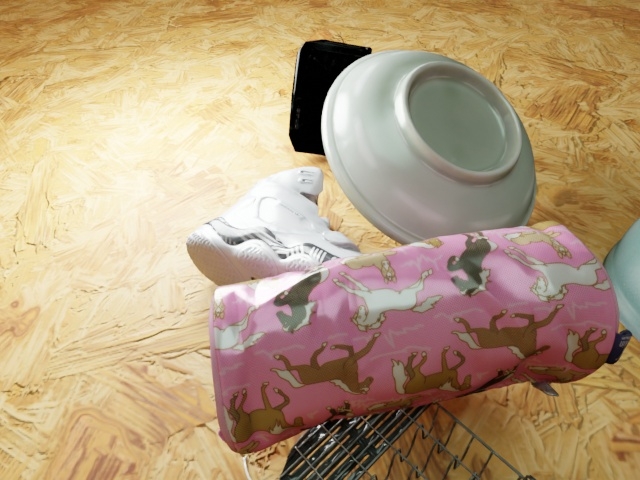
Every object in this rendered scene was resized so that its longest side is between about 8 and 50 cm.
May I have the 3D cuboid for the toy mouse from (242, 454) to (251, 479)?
[{"bbox_3d":[-0.079,0.287,0.454,0.160,0.031,0.143,-5,45,0],"label":"toy mouse"}]

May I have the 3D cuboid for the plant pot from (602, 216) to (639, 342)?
[{"bbox_3d":[0.550,0.021,0.557,0.292,0.196,0.293,-2,45,2],"label":"plant pot"}]

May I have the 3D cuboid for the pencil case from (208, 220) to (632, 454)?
[{"bbox_3d":[0.081,0.095,0.452,0.385,0.160,0.167,-10,57,-3],"label":"pencil case"}]

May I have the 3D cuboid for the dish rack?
[{"bbox_3d":[0.100,0.267,0.436,0.208,0.074,0.271,-33,49,-27],"label":"dish rack"}]

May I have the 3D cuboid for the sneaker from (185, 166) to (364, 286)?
[{"bbox_3d":[0.000,0.000,0.661,0.365,0.137,0.210,15,50,22],"label":"sneaker"}]

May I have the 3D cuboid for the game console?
[{"bbox_3d":[0.123,-0.257,0.873,0.361,0.213,0.044,6,34,-7],"label":"game console"}]

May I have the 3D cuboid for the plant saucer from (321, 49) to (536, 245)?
[{"bbox_3d":[0.204,-0.171,0.719,0.400,0.100,0.401,7,66,-17],"label":"plant saucer"}]
